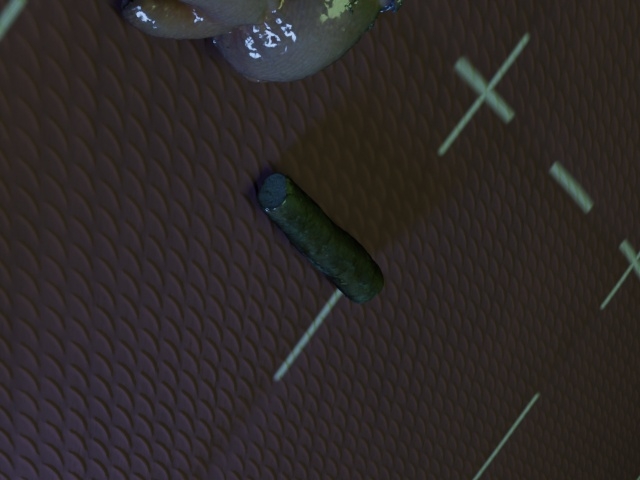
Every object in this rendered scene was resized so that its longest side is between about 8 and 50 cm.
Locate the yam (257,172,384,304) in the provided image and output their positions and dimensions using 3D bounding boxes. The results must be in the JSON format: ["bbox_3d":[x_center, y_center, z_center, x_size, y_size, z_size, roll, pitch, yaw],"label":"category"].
[{"bbox_3d":[0.000,0.000,1.689,0.061,0.061,0.274,-52,147,-3],"label":"yam"}]

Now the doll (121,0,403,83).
[{"bbox_3d":[-0.081,-0.257,1.300,0.201,0.156,0.303,-25,141,34],"label":"doll"}]
